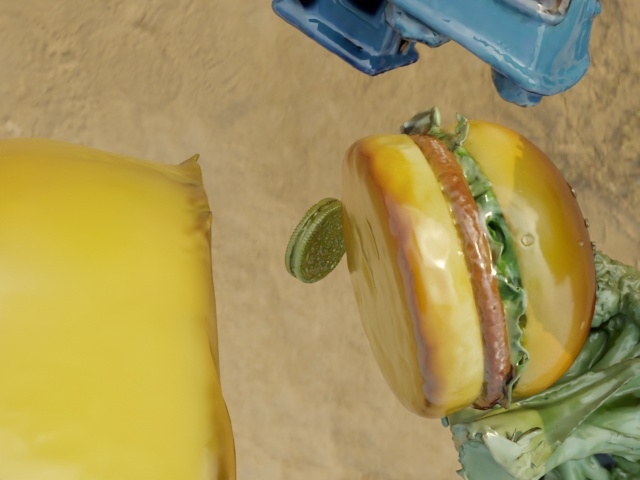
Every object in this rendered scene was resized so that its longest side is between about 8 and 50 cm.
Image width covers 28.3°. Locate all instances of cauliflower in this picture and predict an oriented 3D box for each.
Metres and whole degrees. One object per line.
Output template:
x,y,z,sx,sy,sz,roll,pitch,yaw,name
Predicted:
0.211,0.158,1.149,0.327,0.281,0.260,22,142,40,cauliflower

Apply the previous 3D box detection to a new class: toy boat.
0.020,-0.131,0.558,0.223,0.100,0.097,38,123,18,toy boat

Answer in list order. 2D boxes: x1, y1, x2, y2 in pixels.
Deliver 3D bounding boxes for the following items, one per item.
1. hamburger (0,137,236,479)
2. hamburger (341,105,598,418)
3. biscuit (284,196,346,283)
-0.186,0.130,0.460,0.277,0.395,0.395,3,126,-12,hamburger
0.118,0.013,0.980,0.170,0.246,0.246,-12,123,-7,hamburger
0.000,0.000,1.152,0.023,0.084,0.084,30,130,26,biscuit
